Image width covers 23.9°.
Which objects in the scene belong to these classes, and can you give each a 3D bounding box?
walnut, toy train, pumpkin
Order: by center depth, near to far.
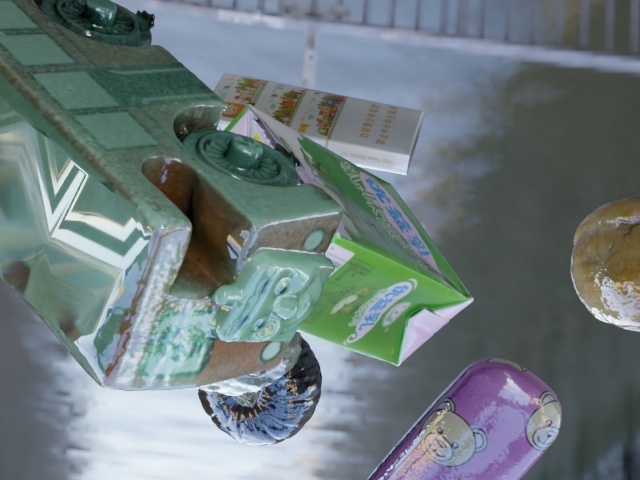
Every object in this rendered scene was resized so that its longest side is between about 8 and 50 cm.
[{"bbox_3d":[-0.135,-0.048,0.873,0.159,0.326,0.129,-8,131,-45],"label":"toy train"},{"bbox_3d":[0.333,0.019,1.529,0.166,0.166,0.149,-11,121,36],"label":"walnut"},{"bbox_3d":[-0.094,0.210,2.258,0.202,0.202,0.140,-3,-164,21],"label":"pumpkin"}]

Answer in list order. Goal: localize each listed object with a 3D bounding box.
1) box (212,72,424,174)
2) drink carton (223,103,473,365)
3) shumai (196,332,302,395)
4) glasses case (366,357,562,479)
[{"bbox_3d":[-0.009,-0.121,1.563,0.220,0.122,0.032,12,120,6],"label":"box"},{"bbox_3d":[0.000,0.000,1.305,0.108,0.161,0.271,-42,149,14],"label":"drink carton"},{"bbox_3d":[-0.123,-0.002,1.693,0.309,0.263,0.304,33,149,0],"label":"shumai"},{"bbox_3d":[0.141,0.256,1.675,0.123,0.076,0.316,36,119,-3],"label":"glasses case"}]
